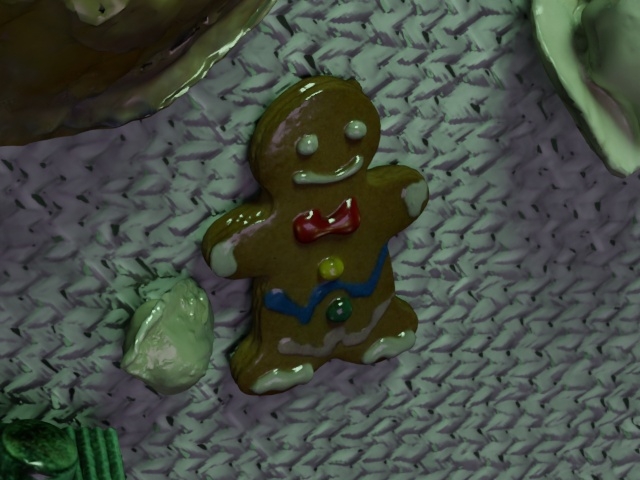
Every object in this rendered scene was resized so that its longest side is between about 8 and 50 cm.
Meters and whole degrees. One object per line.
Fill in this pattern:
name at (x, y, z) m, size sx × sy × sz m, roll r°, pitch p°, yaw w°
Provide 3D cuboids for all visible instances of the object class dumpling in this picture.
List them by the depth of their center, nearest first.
dumpling at (0.182, -0.121, 0.954) m, size 0.136 × 0.118 × 0.199 m, roll -9°, pitch 100°, yaw -2°
dumpling at (-0.080, 0.054, 0.988) m, size 0.076 × 0.052 × 0.057 m, roll 21°, pitch 113°, yaw -36°

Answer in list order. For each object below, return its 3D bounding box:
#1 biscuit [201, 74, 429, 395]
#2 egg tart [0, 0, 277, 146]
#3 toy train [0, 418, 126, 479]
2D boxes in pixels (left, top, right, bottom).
biscuit at (0.000, 0.000, 1.001) m, size 0.138 × 0.031 × 0.205 m, roll -14°, pitch 127°, yaw -20°
egg tart at (-0.104, -0.196, 0.697) m, size 0.352 × 0.150 × 0.352 m, roll -13°, pitch 114°, yaw -31°
toy train at (-0.193, 0.261, 1.003) m, size 0.139 × 0.178 × 0.330 m, roll 7°, pitch 121°, yaw -29°
